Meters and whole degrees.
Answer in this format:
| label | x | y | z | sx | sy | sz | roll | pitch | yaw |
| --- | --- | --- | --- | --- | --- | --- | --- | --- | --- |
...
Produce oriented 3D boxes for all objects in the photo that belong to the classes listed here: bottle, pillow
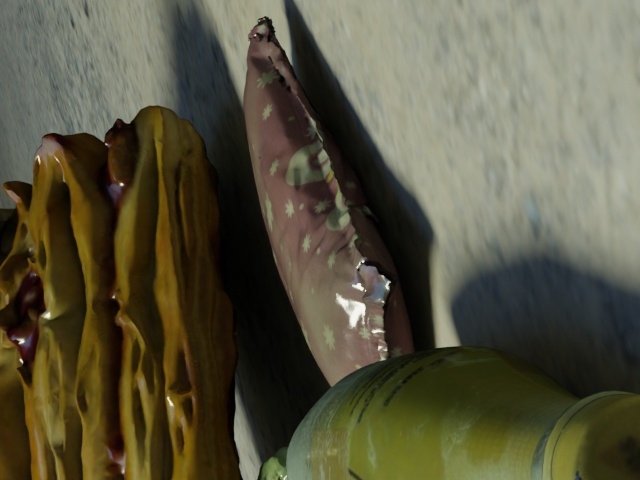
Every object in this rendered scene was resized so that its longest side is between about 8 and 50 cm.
| label | x | y | z | sx | sy | sz | roll | pitch | yaw |
| --- | --- | --- | --- | --- | --- | --- | --- | --- | --- |
| bottle | 0.051 | 0.073 | 0.569 | 0.270 | 0.083 | 0.083 | 156 | 98 | -76 |
| pillow | 0.000 | 0.000 | 0.781 | 0.185 | 0.043 | 0.118 | -119 | 15 | -44 |

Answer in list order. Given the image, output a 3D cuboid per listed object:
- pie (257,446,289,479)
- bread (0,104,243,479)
| label | x | y | z | sx | sy | sz | roll | pitch | yaw |
| --- | --- | --- | --- | --- | --- | --- | --- | --- | --- |
| pie | 0.024 | 0.207 | 0.921 | 0.240 | 0.054 | 0.240 | 162 | 90 | -76 |
| bread | -0.131 | 0.092 | 1.068 | 0.324 | 0.167 | 0.277 | 102 | 164 | -72 |
